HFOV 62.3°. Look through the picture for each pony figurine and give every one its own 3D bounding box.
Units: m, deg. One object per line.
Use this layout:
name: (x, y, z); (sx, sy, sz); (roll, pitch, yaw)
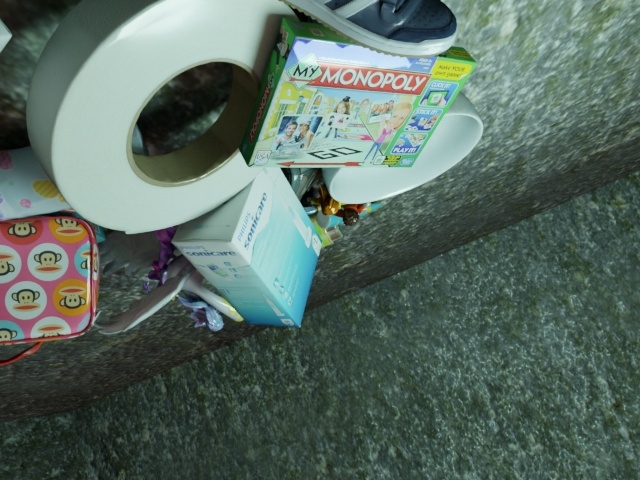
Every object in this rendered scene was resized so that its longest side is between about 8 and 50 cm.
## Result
pony figurine: (-0.290, 0.056, 1.144); (0.351, 0.302, 0.363); (-36, 137, 1)

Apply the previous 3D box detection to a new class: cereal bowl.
cereal bowl: (0.149, -0.214, 1.093); (0.339, 0.141, 0.339); (-20, 163, -6)

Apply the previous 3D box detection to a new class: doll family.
doll family: (-0.017, -0.084, 1.271); (0.263, 0.118, 0.163); (-15, -151, 20)

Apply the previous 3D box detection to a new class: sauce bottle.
sauce bottle: (-0.106, 0.012, 1.538); (0.345, 0.111, 0.111); (-24, 163, 8)

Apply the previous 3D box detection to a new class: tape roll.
tape roll: (-0.183, -0.172, 0.717); (0.392, 0.072, 0.392); (-36, 157, -18)

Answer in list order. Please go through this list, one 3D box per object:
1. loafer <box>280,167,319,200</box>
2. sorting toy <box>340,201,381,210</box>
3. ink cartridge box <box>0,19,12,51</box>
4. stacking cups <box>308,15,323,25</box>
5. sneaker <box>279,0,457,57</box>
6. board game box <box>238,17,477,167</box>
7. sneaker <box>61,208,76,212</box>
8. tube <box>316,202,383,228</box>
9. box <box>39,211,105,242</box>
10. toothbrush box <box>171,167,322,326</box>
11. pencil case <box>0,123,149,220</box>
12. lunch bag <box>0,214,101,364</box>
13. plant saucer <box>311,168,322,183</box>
loafer: (-0.077, -0.090, 1.161); (0.084, 0.096, 0.267); (-18, 162, -31)
sorting toy: (0.098, -0.124, 1.472); (0.132, 0.046, 0.274); (-24, 162, 9)
ink cartridge box: (-0.460, -0.142, 0.489); (0.278, 0.117, 0.201); (-31, -169, 30)
stacking cups: (0.022, -0.321, 0.721); (0.096, 0.095, 0.316); (-17, 159, -15)
sneaker: (0.037, -0.308, 0.551); (0.283, 0.099, 0.153); (23, 147, -4)
board game box: (0.057, -0.201, 0.792); (0.318, 0.046, 0.213); (-5, 143, -32)
sneaker: (-0.420, -0.062, 0.976); (0.221, 0.086, 0.128); (-3, 154, -44)
tube: (0.080, -0.074, 1.455); (0.207, 0.052, 0.080); (-13, 173, -42)
box: (-0.569, 0.007, 1.052); (0.245, 0.060, 0.100); (-22, 163, 2)
toothbrush box: (-0.121, 0.001, 1.009); (0.126, 0.216, 0.295); (-1, 145, 23)
pencil case: (-0.399, -0.106, 0.821); (0.273, 0.124, 0.113); (-17, 120, -18)
lunch bag: (-0.537, 0.084, 0.912); (0.294, 0.257, 0.120); (0, -177, -21)
plant saucer: (-0.116, -0.148, 1.154); (0.278, 0.041, 0.278); (-19, 163, -6)
